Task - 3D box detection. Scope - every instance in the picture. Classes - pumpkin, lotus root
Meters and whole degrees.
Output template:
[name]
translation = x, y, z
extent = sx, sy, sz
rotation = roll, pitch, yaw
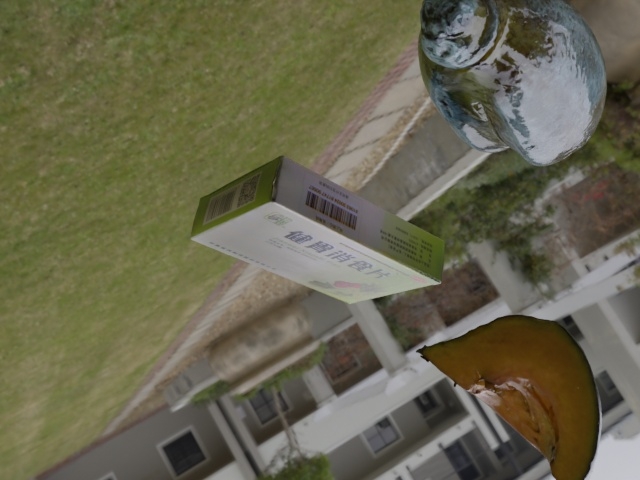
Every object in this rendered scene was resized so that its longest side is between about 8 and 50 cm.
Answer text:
[pumpkin]
translation = 0.256, 0.162, 0.831
extent = 0.130, 0.254, 0.149
rotation = 20, 105, -43
[lotus root]
translation = 0.170, -0.167, 0.641
extent = 0.322, 0.158, 0.140
rotation = 24, 91, -60

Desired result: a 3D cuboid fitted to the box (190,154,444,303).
[box]
translation = -0.001, -0.001, 0.857
extent = 0.260, 0.062, 0.175
rotation = 26, 152, -32
